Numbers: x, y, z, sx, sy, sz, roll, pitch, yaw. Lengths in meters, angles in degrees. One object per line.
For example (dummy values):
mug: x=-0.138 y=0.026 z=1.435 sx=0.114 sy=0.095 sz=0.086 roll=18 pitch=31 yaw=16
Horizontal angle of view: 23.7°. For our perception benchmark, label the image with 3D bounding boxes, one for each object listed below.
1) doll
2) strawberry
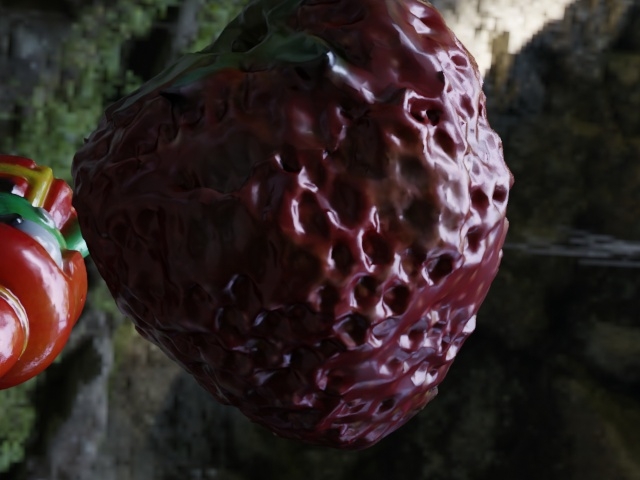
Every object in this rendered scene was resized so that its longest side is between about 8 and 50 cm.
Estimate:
doll: x=-0.294 y=0.043 z=1.299 sx=0.363 sy=0.182 sz=0.160 roll=-95 pitch=-164 yaw=-71
strawberry: x=0.000 y=-0.009 z=1.016 sx=0.310 sy=0.292 sz=0.292 roll=55 pitch=-23 yaw=-2
